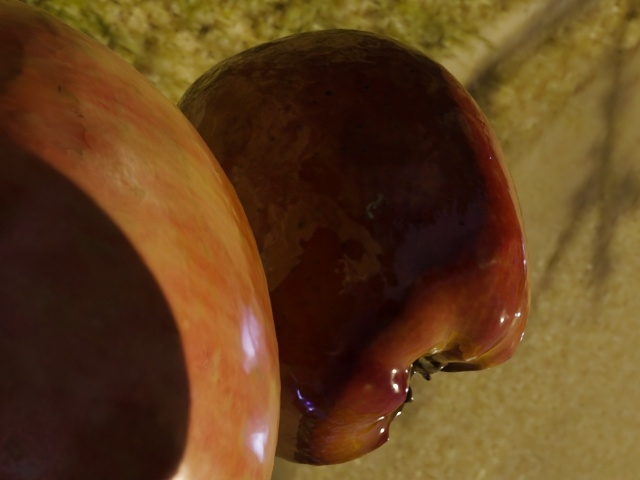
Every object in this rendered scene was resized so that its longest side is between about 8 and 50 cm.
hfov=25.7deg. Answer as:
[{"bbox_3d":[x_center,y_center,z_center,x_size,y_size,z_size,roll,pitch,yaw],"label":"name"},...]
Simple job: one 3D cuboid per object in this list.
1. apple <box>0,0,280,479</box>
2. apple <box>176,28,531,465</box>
[{"bbox_3d":[-0.206,0.075,0.701,0.346,0.391,0.391,35,86,-48],"label":"apple"},{"bbox_3d":[0.000,0.000,1.168,0.295,0.365,0.328,5,122,-38],"label":"apple"}]
